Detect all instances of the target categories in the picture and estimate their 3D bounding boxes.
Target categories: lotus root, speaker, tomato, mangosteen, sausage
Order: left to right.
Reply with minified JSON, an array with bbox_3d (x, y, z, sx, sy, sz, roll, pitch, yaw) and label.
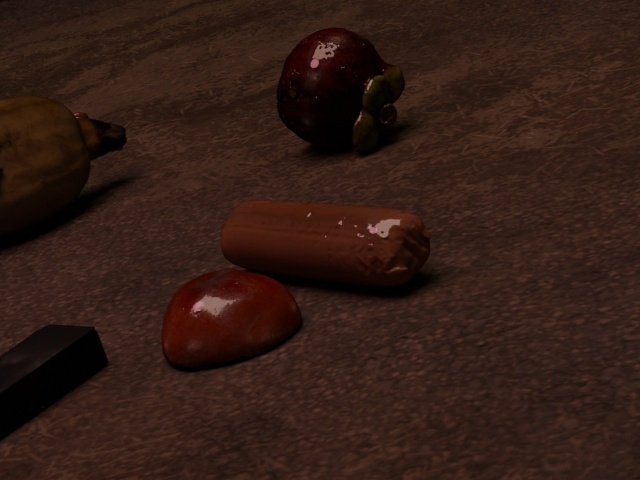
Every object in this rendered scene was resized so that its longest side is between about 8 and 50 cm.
[{"bbox_3d":[-0.319,0.153,1.556,0.082,0.044,0.218,1,25,39],"label":"speaker"},{"bbox_3d":[-0.410,-0.115,2.169,0.310,0.183,0.182,-27,22,-36],"label":"lotus root"},{"bbox_3d":[-0.098,0.068,1.590,0.155,0.069,0.155,-13,20,5],"label":"tomato"},{"bbox_3d":[0.000,0.001,1.677,0.289,0.086,0.086,6,28,44],"label":"sausage"},{"bbox_3d":[0.033,-0.203,2.131,0.180,0.166,0.166,29,39,21],"label":"mangosteen"}]

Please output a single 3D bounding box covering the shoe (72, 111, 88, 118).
[{"bbox_3d":[-0.427,-0.181,2.538,0.109,0.072,0.069,1,63,50],"label":"shoe"}]
